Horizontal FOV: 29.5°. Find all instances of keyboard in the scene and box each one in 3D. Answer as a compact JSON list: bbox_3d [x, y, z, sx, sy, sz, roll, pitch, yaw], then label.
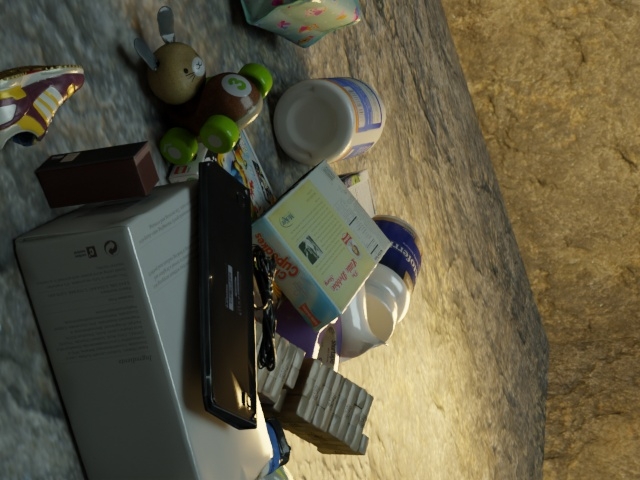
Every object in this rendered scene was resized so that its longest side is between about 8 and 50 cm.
[{"bbox_3d":[-0.102,0.072,1.478,0.201,0.033,0.317,40,43,-57],"label":"keyboard"}]

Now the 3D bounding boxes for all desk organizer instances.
[{"bbox_3d":[-0.258,-0.076,1.413,0.047,0.130,0.050,-63,142,-58],"label":"desk organizer"}]

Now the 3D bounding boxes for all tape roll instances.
[{"bbox_3d":[-0.029,0.190,1.915,0.189,0.080,0.189,8,90,-75],"label":"tape roll"}]

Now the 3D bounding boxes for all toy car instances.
[{"bbox_3d":[-0.181,-0.229,1.693,0.188,0.149,0.155,56,41,-28],"label":"toy car"}]

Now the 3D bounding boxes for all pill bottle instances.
[{"bbox_3d":[0.100,0.077,2.282,0.265,0.153,0.153,-66,142,-55],"label":"pill bottle"},{"bbox_3d":[0.029,-0.221,2.216,0.272,0.152,0.152,-24,104,-70],"label":"pill bottle"}]

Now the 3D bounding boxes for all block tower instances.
[{"bbox_3d":[-0.063,0.196,1.713,0.335,0.091,0.097,38,61,-35],"label":"block tower"}]

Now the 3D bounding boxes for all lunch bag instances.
[{"bbox_3d":[-0.057,-0.491,2.098,0.223,0.160,0.262,9,62,-65],"label":"lunch bag"}]

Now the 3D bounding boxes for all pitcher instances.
[{"bbox_3d":[0.009,0.117,2.076,0.125,0.178,0.207,-14,75,-42],"label":"pitcher"}]

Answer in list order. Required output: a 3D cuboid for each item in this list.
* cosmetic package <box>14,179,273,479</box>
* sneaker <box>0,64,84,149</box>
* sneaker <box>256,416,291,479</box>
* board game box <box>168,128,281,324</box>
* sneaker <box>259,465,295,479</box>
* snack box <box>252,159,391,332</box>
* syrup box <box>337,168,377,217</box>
[{"bbox_3d":[-0.198,0.142,1.453,0.217,0.156,0.385,-41,121,-66],"label":"cosmetic package"},{"bbox_3d":[-0.326,-0.151,1.367,0.185,0.069,0.084,-31,120,-62],"label":"sneaker"},{"bbox_3d":[-0.103,0.260,1.687,0.084,0.152,0.058,-14,140,-49],"label":"sneaker"},{"bbox_3d":[-0.127,-0.042,1.860,0.193,0.053,0.305,-75,149,-46],"label":"board game box"},{"bbox_3d":[-0.035,0.464,1.772,0.147,0.145,0.385,-63,141,-57],"label":"sneaker"},{"bbox_3d":[0.000,0.000,1.921,0.187,0.060,0.322,52,25,-4],"label":"snack box"},{"bbox_3d":[0.020,-0.062,2.208,0.237,0.093,0.096,-35,114,-68],"label":"syrup box"}]
